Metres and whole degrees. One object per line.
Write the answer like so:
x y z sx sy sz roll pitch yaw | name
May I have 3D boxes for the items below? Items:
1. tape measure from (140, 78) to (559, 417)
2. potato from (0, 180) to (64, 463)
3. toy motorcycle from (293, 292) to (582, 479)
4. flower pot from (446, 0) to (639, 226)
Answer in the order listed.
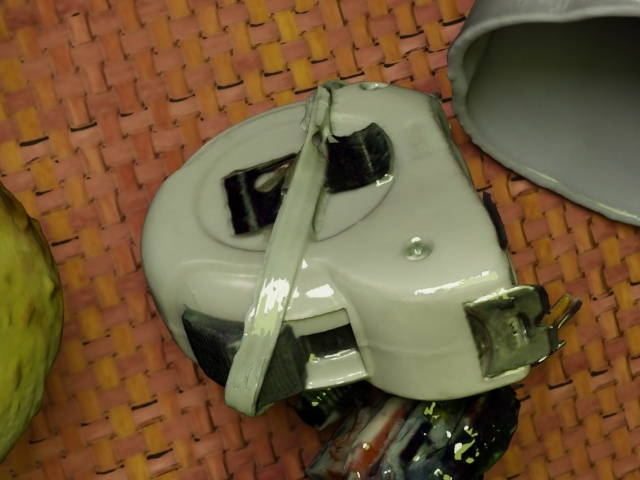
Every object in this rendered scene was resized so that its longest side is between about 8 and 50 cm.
0.000 0.000 0.725 0.197 0.236 0.120 -18 128 1 | tape measure
-0.258 0.067 0.662 0.246 0.196 0.299 49 115 14 | potato
0.026 0.148 0.749 0.134 0.207 0.401 42 65 -13 | toy motorcycle
0.231 -0.157 0.780 0.265 0.265 0.243 25 69 -14 | flower pot
